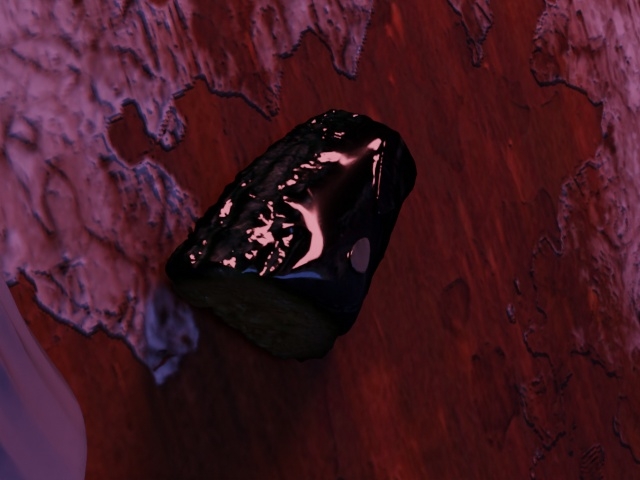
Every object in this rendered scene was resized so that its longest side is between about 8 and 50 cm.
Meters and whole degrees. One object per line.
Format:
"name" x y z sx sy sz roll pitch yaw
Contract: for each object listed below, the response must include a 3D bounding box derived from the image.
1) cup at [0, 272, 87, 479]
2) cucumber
"cup" -0.262 0.006 0.658 0.371 0.253 0.253 52 46 -34
"cucumber" 0.000 0.000 1.147 0.115 0.086 0.193 60 35 -22
